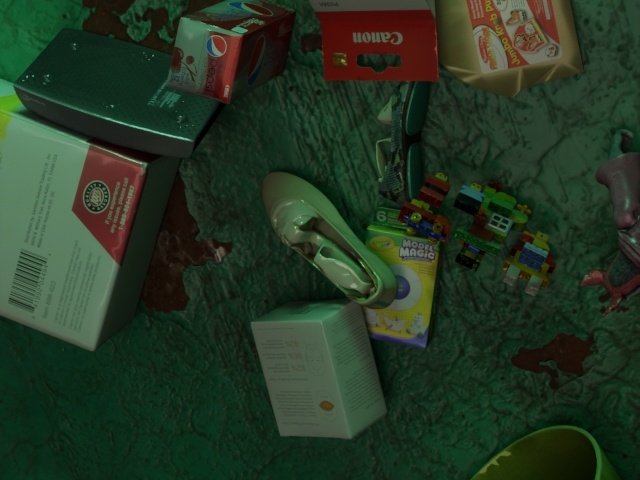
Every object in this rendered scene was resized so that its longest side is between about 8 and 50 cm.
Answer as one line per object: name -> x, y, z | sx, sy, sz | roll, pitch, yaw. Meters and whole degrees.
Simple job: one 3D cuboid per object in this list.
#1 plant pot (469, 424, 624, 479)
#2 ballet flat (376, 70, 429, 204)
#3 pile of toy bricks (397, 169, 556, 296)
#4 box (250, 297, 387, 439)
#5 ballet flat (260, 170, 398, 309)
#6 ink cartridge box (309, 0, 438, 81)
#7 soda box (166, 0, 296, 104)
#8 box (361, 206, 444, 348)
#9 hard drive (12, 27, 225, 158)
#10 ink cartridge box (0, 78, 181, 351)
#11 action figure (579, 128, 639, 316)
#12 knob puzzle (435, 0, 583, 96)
plant pot -> 0.346, 0.442, 1.918 | 0.274, 0.275, 0.293 | -38, 109, 20
ballet flat -> 0.102, -0.139, 1.910 | 0.070, 0.070, 0.189 | 7, 103, 12
pile of toy bricks -> 0.218, -0.032, 1.891 | 0.212, 0.105, 0.118 | 26, 141, 7
box -> -0.001, 0.173, 1.981 | 0.130, 0.091, 0.171 | -4, 106, 40
ballet flat -> 0.000, 0.000, 1.932 | 0.248, 0.086, 0.086 | 41, 111, 15
ink cartridge box -> 0.057, -0.311, 1.843 | 0.181, 0.056, 0.225 | 5, 102, 35
soda box -> -0.106, -0.241, 1.824 | 0.083, 0.263, 0.092 | 16, 109, 9
box -> 0.108, 0.049, 1.968 | 0.105, 0.043, 0.179 | 9, 105, 12
hard drive -> -0.257, -0.193, 1.933 | 0.254, 0.172, 0.054 | 17, 132, 8
ink cartridge box -> -0.420, -0.057, 2.008 | 0.384, 0.160, 0.279 | 21, 108, 8
action figure -> 0.466, -0.042, 1.746 | 0.248, 0.276, 0.370 | 40, 97, -5
knob puzzle -> 0.224, -0.277, 1.856 | 0.213, 0.030, 0.213 | 4, 106, 13
